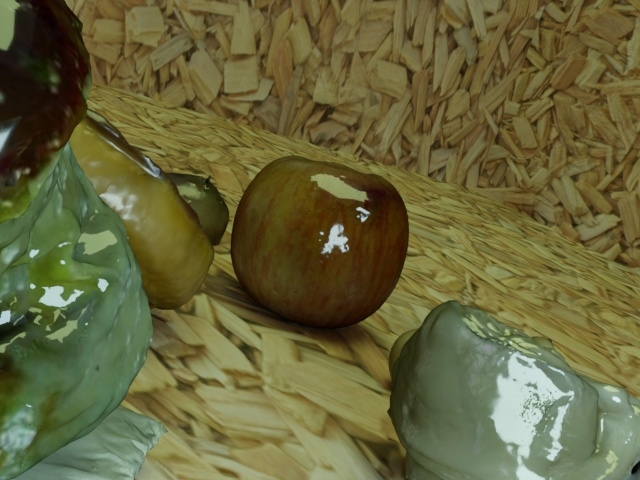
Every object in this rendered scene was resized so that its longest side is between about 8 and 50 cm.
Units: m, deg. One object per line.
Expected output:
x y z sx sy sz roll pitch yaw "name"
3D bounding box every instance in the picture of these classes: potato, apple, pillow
-0.186 -0.053 1.434 0.100 0.089 0.172 31 14 38 "potato"
0.000 0.000 1.240 0.211 0.188 0.211 17 8 -2 "apple"
-0.179 0.134 0.634 0.128 0.051 0.229 17 13 4 "pillow"

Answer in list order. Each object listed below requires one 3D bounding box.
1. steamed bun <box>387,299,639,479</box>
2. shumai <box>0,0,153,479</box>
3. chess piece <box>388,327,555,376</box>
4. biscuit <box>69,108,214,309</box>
0.145 0.161 0.829 0.211 0.144 0.218 27 -19 0 "steamed bun"
-0.226 -0.046 0.528 0.309 0.263 0.304 -16 56 -43 "shumai"
0.154 0.133 1.112 0.170 0.094 0.094 12 12 -12 "chess piece"
-0.236 -0.036 0.991 0.296 0.102 0.296 31 -21 13 "biscuit"
